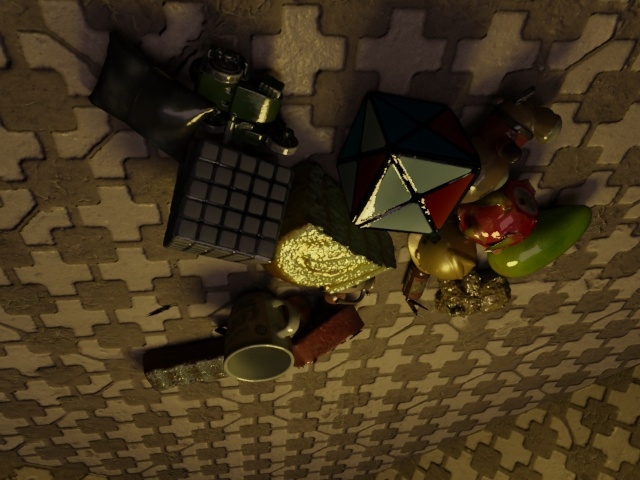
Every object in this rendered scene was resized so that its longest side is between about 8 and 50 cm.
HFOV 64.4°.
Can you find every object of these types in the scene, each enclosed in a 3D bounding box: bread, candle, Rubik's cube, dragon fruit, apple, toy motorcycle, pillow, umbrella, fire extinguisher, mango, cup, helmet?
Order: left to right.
[{"bbox_3d":[-0.359,-0.291,1.072,0.249,0.106,0.186,35,129,-9],"label":"pillow"},{"bbox_3d":[-0.537,0.236,1.715,0.122,0.013,0.022,-21,159,9],"label":"umbrella"},{"bbox_3d":[-0.441,0.459,1.905,0.416,0.113,0.165,-11,140,-1],"label":"bread"},{"bbox_3d":[-0.227,-0.076,1.213,0.238,0.237,0.237,14,168,-23],"label":"Rubik's cube"},{"bbox_3d":[-0.162,-0.306,1.131,0.275,0.127,0.205,14,132,-16],"label":"toy motorcycle"},{"bbox_3d":[-0.185,0.276,1.652,0.227,0.257,0.301,26,127,-37],"label":"cup"},{"bbox_3d":[-0.080,0.247,1.756,0.099,0.102,0.114,-2,136,-8],"label":"apple"},{"bbox_3d":[-0.018,0.341,1.779,0.317,0.131,0.287,-35,176,27],"label":"candle"},{"bbox_3d":[0.002,0.006,1.420,0.264,0.239,0.395,-33,137,26],"label":"bread"},{"bbox_3d":[0.204,-0.182,1.243,0.248,0.246,0.250,7,135,-19],"label":"Rubik's cube"},{"bbox_3d":[0.334,0.168,1.756,0.075,0.106,0.252,-17,141,-23],"label":"fire extinguisher"},{"bbox_3d":[0.400,0.038,1.564,0.205,0.140,0.257,-47,127,5],"label":"helmet"},{"bbox_3d":[0.502,-0.075,1.461,0.224,0.224,0.227,21,140,-31],"label":"dragon fruit"},{"bbox_3d":[0.691,-0.006,1.609,0.343,0.156,0.192,-36,141,20],"label":"mango"}]

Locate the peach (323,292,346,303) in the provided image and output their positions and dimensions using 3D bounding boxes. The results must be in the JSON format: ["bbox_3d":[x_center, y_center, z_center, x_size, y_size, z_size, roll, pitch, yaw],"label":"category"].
[{"bbox_3d":[0.048,0.179,1.727,0.083,0.083,0.083,-6,138,-6],"label":"peach"}]

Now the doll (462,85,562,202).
[{"bbox_3d":[0.437,-0.233,1.291,0.174,0.235,0.330,40,112,-8],"label":"doll"}]

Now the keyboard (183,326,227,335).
[{"bbox_3d":[-0.294,0.351,1.799,0.381,0.041,0.103,18,176,-1],"label":"keyboard"}]

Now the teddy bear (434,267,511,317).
[{"bbox_3d":[0.543,0.187,1.789,0.256,0.156,0.267,-13,137,-1],"label":"teddy bear"}]

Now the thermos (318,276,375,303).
[{"bbox_3d":[0.088,0.141,1.664,0.193,0.137,0.105,10,176,-31],"label":"thermos"}]
